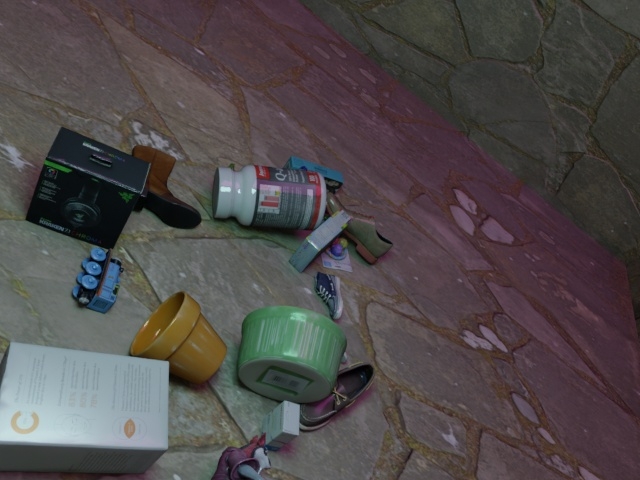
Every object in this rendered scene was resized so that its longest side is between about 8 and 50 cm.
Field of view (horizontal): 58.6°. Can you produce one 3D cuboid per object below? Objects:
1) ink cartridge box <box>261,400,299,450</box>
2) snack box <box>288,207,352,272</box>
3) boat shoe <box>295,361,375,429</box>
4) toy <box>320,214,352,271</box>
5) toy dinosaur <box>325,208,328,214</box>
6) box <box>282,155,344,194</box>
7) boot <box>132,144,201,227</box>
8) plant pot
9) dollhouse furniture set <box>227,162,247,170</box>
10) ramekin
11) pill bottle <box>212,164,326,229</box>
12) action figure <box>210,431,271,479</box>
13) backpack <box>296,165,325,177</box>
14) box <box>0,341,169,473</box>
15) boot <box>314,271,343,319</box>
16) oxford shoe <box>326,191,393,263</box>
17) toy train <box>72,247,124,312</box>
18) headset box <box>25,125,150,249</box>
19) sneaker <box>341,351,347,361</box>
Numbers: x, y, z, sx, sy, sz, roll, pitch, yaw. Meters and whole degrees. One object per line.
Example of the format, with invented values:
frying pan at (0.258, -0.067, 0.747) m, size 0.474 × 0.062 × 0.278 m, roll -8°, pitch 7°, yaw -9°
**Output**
ink cartridge box at (-0.106, 0.496, 1.523) m, size 0.052 × 0.122 × 0.089 m, roll 22°, pitch 43°, yaw -22°
snack box at (0.000, 0.000, 2.002) m, size 0.070 × 0.174 × 0.207 m, roll 44°, pitch 51°, yaw 4°
boat shoe at (0.047, 0.456, 1.709) m, size 0.324 × 0.097 × 0.117 m, roll -18°, pitch 67°, yaw -47°
toy at (0.057, 0.000, 2.177) m, size 0.136 × 0.056 × 0.237 m, roll 12°, pitch 47°, yaw -31°
toy dinosaur at (0.020, -0.119, 2.258) m, size 0.082 × 0.047 × 0.090 m, roll -21°, pitch 59°, yaw -14°
box at (-0.034, -0.255, 2.304) m, size 0.244 × 0.100 × 0.060 m, roll 15°, pitch 47°, yaw -29°
boot at (-0.508, -0.179, 1.873) m, size 0.264 × 0.096 × 0.281 m, roll 16°, pitch 38°, yaw -19°
plant pot at (-0.354, 0.269, 1.488) m, size 0.188 × 0.205 × 0.205 m, roll 44°, pitch 36°, yaw -22°
dollhouse furniture set at (-0.262, -0.234, 2.079) m, size 0.151 × 0.059 × 0.076 m, roll 16°, pitch 40°, yaw 9°
ramekin at (-0.085, 0.325, 1.572) m, size 0.303 × 0.303 × 0.148 m, roll 27°, pitch 49°, yaw -18°
pill bottle at (-0.178, -0.149, 1.955) m, size 0.362 × 0.210 × 0.210 m, roll 4°, pitch 50°, yaw -18°
action figure at (-0.229, 0.601, 1.315) m, size 0.275 × 0.248 × 0.370 m, roll 15°, pitch 40°, yaw 9°
backpack at (-0.062, -0.207, 2.192) m, size 0.117 × 0.158 × 0.173 m, roll 40°, pitch 29°, yaw 3°
box at (-0.526, 0.375, 1.248) m, size 0.345 × 0.168 × 0.215 m, roll 16°, pitch 46°, yaw -30°
boot at (0.023, 0.191, 1.972) m, size 0.086 × 0.069 × 0.190 m, roll 16°, pitch 37°, yaw -18°
oxford shoe at (0.141, -0.073, 2.197) m, size 0.348 × 0.130 × 0.123 m, roll 47°, pitch 18°, yaw -19°
toy train at (-0.590, 0.101, 1.527) m, size 0.105 × 0.080 × 0.184 m, roll 30°, pitch 37°, yaw -29°
headset box at (-0.628, -0.140, 1.552) m, size 0.246 × 0.283 × 0.131 m, roll 23°, pitch 42°, yaw -23°
sneaker at (0.056, 0.331, 1.870) m, size 0.070 × 0.051 × 0.134 m, roll -26°, pitch 69°, yaw -44°
